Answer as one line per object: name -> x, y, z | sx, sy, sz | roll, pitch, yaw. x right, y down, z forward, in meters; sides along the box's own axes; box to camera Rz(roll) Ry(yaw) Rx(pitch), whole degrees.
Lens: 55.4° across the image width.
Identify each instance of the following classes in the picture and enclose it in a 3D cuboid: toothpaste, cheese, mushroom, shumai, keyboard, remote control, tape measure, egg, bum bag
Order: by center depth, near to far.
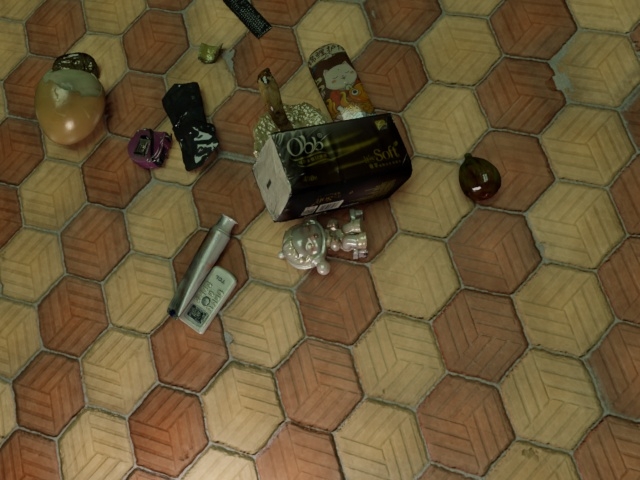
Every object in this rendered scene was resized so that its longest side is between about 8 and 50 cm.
mushroom -> -0.119, -0.301, 1.689 | 0.207, 0.301, 0.233 | -17, 71, 34
remote control -> -0.317, 0.166, 1.736 | 0.087, 0.029, 0.190 | 33, 84, 16
toothpaste -> -0.343, 0.074, 1.743 | 0.100, 0.066, 0.323 | 18, 76, 58
bum bag -> -0.397, -0.360, 1.861 | 0.137, 0.074, 0.310 | -27, 72, 14
tape measure -> -0.525, -0.284, 1.864 | 0.118, 0.074, 0.125 | 8, 76, 13
egg -> -0.775, -0.415, 1.882 | 0.200, 0.201, 0.245 | 15, 91, 14
cheese -> -0.340, -0.595, 1.924 | 0.084, 0.041, 0.060 | -1, 68, 26
keyboard -> -0.236, -0.727, 1.953 | 0.063, 0.010, 0.198 | -39, 73, -3
shumai -> -0.793, -0.555, 1.987 | 0.139, 0.105, 0.123 | -17, 117, 16

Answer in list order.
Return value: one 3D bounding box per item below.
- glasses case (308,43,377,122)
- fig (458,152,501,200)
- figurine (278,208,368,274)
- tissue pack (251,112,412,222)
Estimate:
glasses case -> 0.064, -0.434, 1.785 | 0.122, 0.082, 0.321 | -25, 73, 6
fig -> 0.423, -0.182, 1.647 | 0.109, 0.103, 0.155 | -26, 57, 28
figurine -> 0.001, -0.004, 1.671 | 0.256, 0.144, 0.182 | -8, 95, 6
tissue pack -> 0.026, -0.183, 1.589 | 0.369, 0.210, 0.198 | -14, 78, -26
